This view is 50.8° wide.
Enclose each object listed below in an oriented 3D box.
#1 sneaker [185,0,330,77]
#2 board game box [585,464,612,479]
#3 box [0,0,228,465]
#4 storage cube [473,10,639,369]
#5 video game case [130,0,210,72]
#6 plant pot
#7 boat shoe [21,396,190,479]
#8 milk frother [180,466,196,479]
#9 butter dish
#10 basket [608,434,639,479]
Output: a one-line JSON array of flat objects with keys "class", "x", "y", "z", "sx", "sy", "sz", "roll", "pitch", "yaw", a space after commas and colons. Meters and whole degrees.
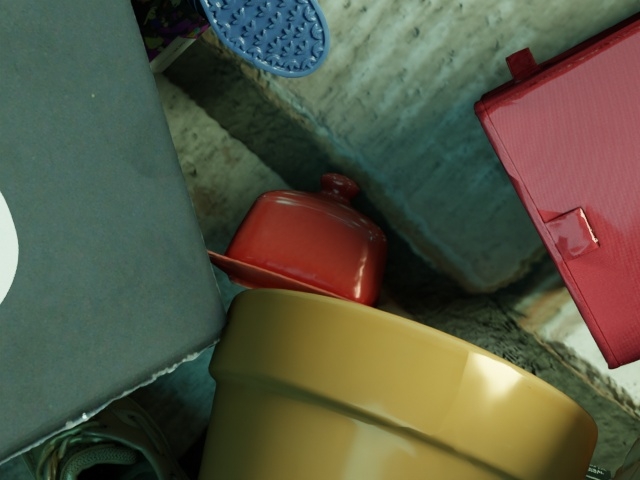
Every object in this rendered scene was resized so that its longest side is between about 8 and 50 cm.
[{"class": "sneaker", "x": -0.087, "y": -0.222, "z": 0.525, "sx": 0.232, "sy": 0.090, "sz": 0.081, "roll": 37, "pitch": 111, "yaw": -22}, {"class": "board game box", "x": 0.186, "y": 0.282, "z": 0.647, "sx": 0.126, "sy": 0.026, "sz": 0.186, "roll": 16, "pitch": 108, "yaw": 12}, {"class": "box", "x": -0.376, "y": -0.098, "z": 0.485, "sx": 0.471, "sy": 0.297, "sz": 0.480, "roll": -8, "pitch": 103, "yaw": 40}, {"class": "storage cube", "x": 0.235, "y": -0.061, "z": 0.458, "sx": 0.193, "sy": 0.183, "sz": 0.215, "roll": -26, "pitch": 96, "yaw": 20}, {"class": "video game case", "x": -0.143, "y": -0.302, "z": 0.578, "sx": 0.210, "sy": 0.042, "sz": 0.232, "roll": -35, "pitch": 93, "yaw": 21}, {"class": "plant pot", "x": 0.028, "y": 0.188, "z": 0.493, "sx": 0.290, "sy": 0.291, "sz": 0.204, "roll": 20, "pitch": 70, "yaw": 10}, {"class": "boat shoe", "x": -0.200, "y": 0.213, "z": 0.635, "sx": 0.341, "sy": 0.122, "sz": 0.110, "roll": 28, "pitch": 154, "yaw": 33}, {"class": "milk frother", "x": -0.137, "y": 0.302, "z": 0.686, "sx": 0.143, "sy": 0.135, "sz": 0.129, "roll": -37, "pitch": 124, "yaw": 24}, {"class": "butter dish", "x": 0.000, "y": 0.000, "z": 0.577, "sx": 0.159, "sy": 0.160, "sz": 0.118, "roll": 18, "pitch": 86, "yaw": 10}, {"class": "basket", "x": 0.259, "y": 0.272, "z": 0.316, "sx": 0.266, "sy": 0.328, "sz": 0.331, "roll": 25, "pitch": 118, "yaw": 8}]
